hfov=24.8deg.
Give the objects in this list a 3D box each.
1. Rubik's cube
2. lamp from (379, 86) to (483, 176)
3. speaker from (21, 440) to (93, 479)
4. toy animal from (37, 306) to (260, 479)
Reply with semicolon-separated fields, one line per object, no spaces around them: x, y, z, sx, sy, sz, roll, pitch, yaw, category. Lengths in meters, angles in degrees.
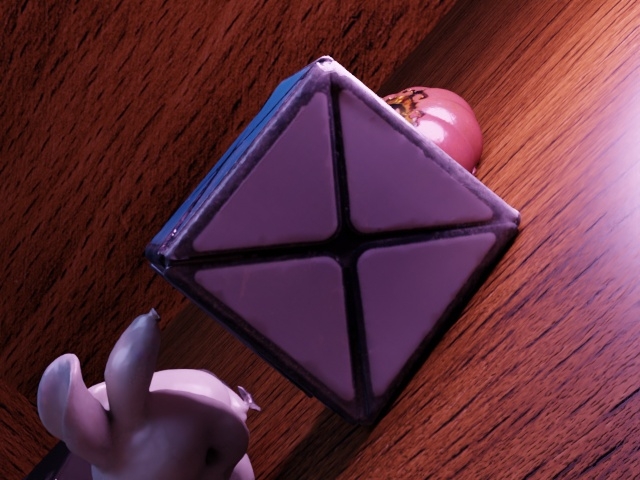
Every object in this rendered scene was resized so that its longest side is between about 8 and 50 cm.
0.000;0.000;1.416;0.260;0.255;0.259;-53;7;-8;Rubik's cube
0.100;-0.110;1.704;0.182;0.140;0.182;-24;27;13;lamp
-0.314;0.370;1.876;0.254;0.184;0.232;-45;10;35;speaker
-0.170;0.217;1.561;0.183;0.247;0.310;-35;-6;2;toy animal
